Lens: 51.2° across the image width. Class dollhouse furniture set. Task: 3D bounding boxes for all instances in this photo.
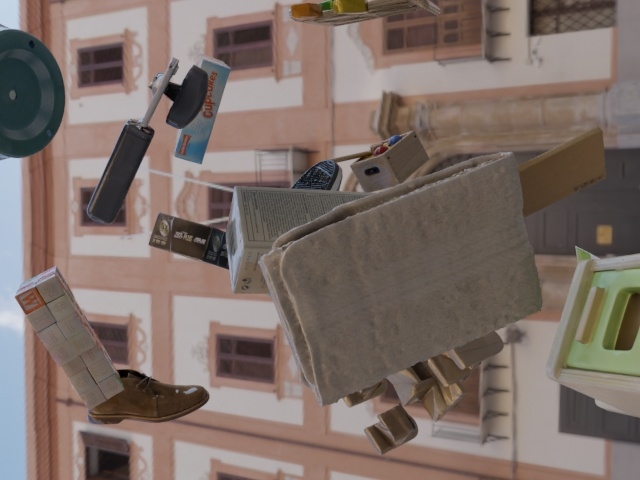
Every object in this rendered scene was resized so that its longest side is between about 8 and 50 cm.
[{"bbox_3d":[0.203,0.211,1.544,0.256,0.394,0.362,-11,-37,-40],"label":"dollhouse furniture set"}]

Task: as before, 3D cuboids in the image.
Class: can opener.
[{"bbox_3d":[-0.265,-0.148,1.040,0.283,0.095,0.076,-62,16,13],"label":"can opener"}]

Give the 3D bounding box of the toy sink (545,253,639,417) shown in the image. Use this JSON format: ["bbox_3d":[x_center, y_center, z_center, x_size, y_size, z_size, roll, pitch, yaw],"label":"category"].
[{"bbox_3d":[0.349,0.107,0.738,0.234,0.131,0.152,154,139,-77],"label":"toy sink"}]

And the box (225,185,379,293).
[{"bbox_3d":[0.005,0.002,1.133,0.121,0.311,0.148,109,157,-44],"label":"box"}]

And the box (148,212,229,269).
[{"bbox_3d":[-0.262,0.008,1.479,0.180,0.147,0.077,28,-102,-65],"label":"box"}]

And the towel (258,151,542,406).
[{"bbox_3d":[0.090,0.039,0.685,0.049,0.282,0.187,-137,28,-68],"label":"towel"}]

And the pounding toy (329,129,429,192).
[{"bbox_3d":[0.122,-0.168,1.400,0.130,0.141,0.100,-40,-72,-33],"label":"pounding toy"}]

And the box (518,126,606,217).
[{"bbox_3d":[0.514,-0.143,1.437,0.164,0.201,0.021,55,-169,-50],"label":"box"}]

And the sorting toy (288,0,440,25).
[{"bbox_3d":[0.068,-0.388,1.102,0.307,0.229,0.041,-44,-49,-68],"label":"sorting toy"}]

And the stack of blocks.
[{"bbox_3d":[-0.538,0.212,1.445,0.087,0.171,0.297,-29,-75,-16],"label":"stack of blocks"}]

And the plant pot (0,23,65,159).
[{"bbox_3d":[-0.541,-0.227,0.997,0.272,0.255,0.271,8,-90,-69],"label":"plant pot"}]

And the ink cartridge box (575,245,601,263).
[{"bbox_3d":[0.519,0.107,1.049,0.255,0.097,0.188,-123,16,-73],"label":"ink cartridge box"}]

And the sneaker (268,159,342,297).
[{"bbox_3d":[0.000,0.000,1.350,0.178,0.124,0.295,30,-90,-40],"label":"sneaker"}]

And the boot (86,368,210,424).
[{"bbox_3d":[-0.432,0.381,1.665,0.112,0.305,0.115,-112,19,-73],"label":"boot"}]

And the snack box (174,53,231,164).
[{"bbox_3d":[-0.245,-0.278,1.363,0.322,0.060,0.187,-123,51,-70],"label":"snack box"}]
